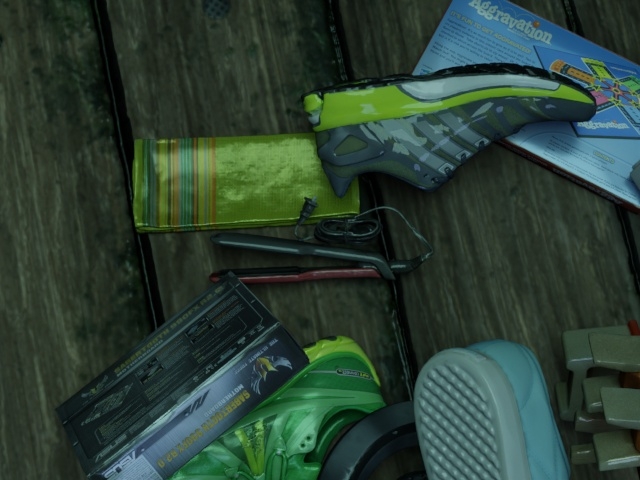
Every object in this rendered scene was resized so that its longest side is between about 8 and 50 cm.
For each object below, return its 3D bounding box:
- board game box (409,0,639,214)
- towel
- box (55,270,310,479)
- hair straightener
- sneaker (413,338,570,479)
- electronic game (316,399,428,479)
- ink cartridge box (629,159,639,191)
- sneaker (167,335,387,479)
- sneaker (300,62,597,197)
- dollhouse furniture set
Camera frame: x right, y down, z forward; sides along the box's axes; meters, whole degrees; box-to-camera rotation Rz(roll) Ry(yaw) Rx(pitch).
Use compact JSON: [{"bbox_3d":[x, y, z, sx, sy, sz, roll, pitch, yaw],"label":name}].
[{"bbox_3d":[0.243,-0.154,1.821,0.281,0.027,0.145,28,79,7],"label":"board game box"},{"bbox_3d":[-0.079,-0.064,1.799,0.237,0.021,0.102,-3,76,-1],"label":"towel"},{"bbox_3d":[-0.138,0.142,1.654,0.231,0.183,0.056,-39,112,-6],"label":"box"},{"bbox_3d":[0.000,0.000,1.753,0.230,0.047,0.089,0,100,4],"label":"hair straightener"},{"bbox_3d":[0.191,0.269,1.615,0.135,0.150,0.366,2,101,42],"label":"sneaker"},{"bbox_3d":[0.100,0.271,1.674,0.229,0.048,0.229,3,82,-19],"label":"electronic game"},{"bbox_3d":[0.452,-0.007,1.678,0.117,0.201,0.278,-26,80,-22],"label":"ink cartridge box"},{"bbox_3d":[-0.060,0.213,1.680,0.295,0.109,0.123,-37,76,-9],"label":"sneaker"},{"bbox_3d":[0.134,-0.114,1.762,0.299,0.111,0.121,-5,102,7],"label":"sneaker"},{"bbox_3d":[0.306,0.191,1.618,0.135,0.262,0.259,0,36,-1],"label":"dollhouse furniture set"}]
